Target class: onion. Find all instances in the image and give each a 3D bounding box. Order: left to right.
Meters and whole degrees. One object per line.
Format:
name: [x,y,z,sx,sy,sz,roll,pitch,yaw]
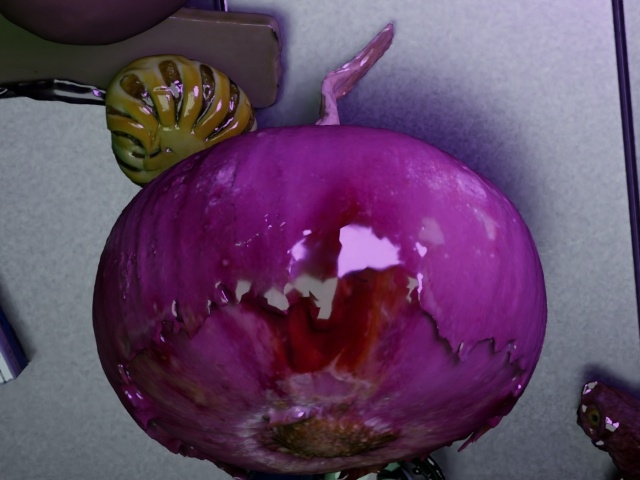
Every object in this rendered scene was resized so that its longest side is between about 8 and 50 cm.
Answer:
onion: [-0.009,0.037,1.570,0.358,0.345,0.358,-13,135,-14]

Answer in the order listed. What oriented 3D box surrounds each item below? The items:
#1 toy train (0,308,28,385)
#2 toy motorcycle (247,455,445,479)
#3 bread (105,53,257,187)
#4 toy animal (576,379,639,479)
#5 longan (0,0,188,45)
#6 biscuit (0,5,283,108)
toy train: [-0.333,0.022,1.727,0.052,0.051,0.233,-22,101,8]
toy motorcycle: [-0.009,0.320,1.736,0.196,0.125,0.331,15,102,4]
bread: [-0.120,-0.090,1.644,0.130,0.071,0.139,10,132,-9]
toy animal: [0.312,0.176,1.686,0.179,0.116,0.218,38,137,23]
longan: [-0.179,-0.275,1.546,0.246,0.215,0.246,-4,67,11]
biscuit: [-0.192,-0.162,1.662,0.323,0.038,0.099,4,128,6]
